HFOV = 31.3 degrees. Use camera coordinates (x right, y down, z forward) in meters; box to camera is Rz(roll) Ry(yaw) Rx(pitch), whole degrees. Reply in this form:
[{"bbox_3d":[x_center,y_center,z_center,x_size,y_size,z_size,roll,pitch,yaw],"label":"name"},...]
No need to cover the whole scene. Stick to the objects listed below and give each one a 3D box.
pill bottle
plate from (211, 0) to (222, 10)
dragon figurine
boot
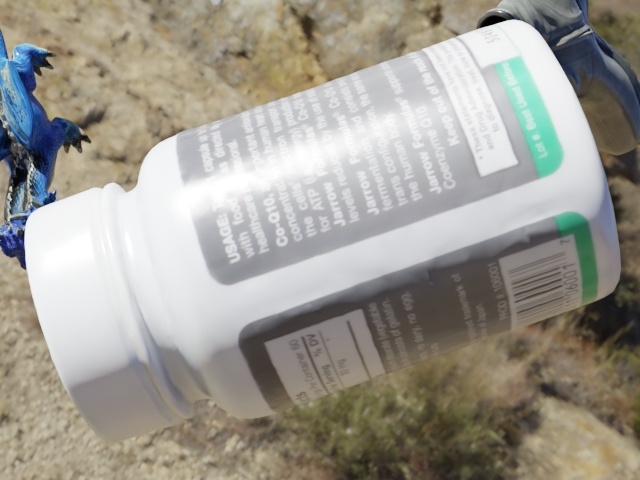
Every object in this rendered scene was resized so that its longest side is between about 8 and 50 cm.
[{"bbox_3d":[0.000,0.000,0.782,0.361,0.204,0.204,-19,39,1],"label":"pill bottle"},{"bbox_3d":[-0.051,-0.413,1.280,0.045,0.278,0.277,30,-9,-9],"label":"plate"},{"bbox_3d":[-0.293,-0.120,1.053,0.144,0.085,0.289,-70,141,-72],"label":"dragon figurine"},{"bbox_3d":[0.223,-0.145,1.086,0.246,0.083,0.161,56,46,-27],"label":"boot"}]
